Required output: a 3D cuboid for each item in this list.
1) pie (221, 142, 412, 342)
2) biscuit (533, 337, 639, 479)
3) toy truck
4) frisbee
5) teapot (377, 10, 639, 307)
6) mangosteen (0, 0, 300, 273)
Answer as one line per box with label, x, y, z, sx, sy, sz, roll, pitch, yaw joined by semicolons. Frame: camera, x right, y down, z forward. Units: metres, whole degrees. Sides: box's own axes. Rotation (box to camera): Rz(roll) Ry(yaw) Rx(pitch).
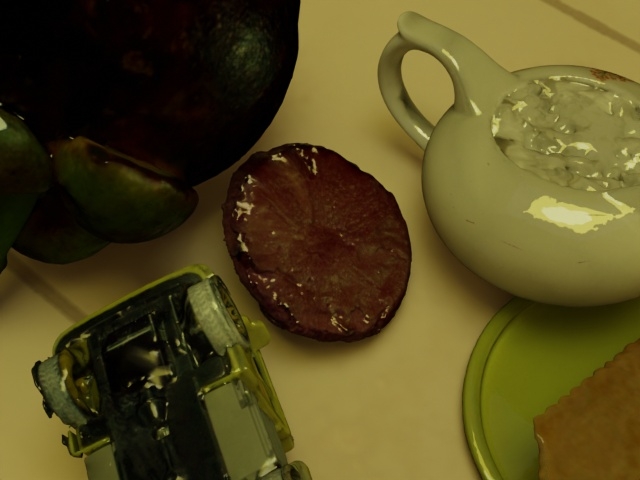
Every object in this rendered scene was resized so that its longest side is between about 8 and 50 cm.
pie;0.000;0.000;0.686;0.154;0.036;0.154;11;65;-26
biscuit;0.246;0.158;0.571;0.237;0.013;0.232;-24;59;-38
toy truck;-0.054;0.159;0.549;0.124;0.157;0.272;-27;52;1
frisbee;0.212;0.121;0.655;0.236;0.017;0.236;0;56;0
teapot;0.165;-0.055;0.688;0.298;0.139;0.204;24;56;22
mangosteen;-0.161;-0.145;0.669;0.311;0.311;0.311;0;57;-1
